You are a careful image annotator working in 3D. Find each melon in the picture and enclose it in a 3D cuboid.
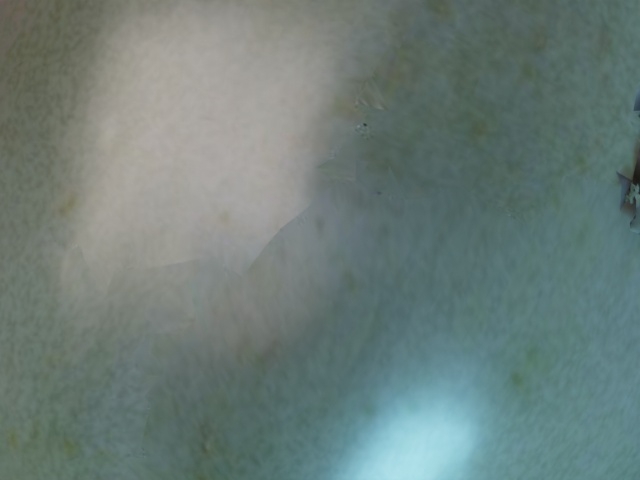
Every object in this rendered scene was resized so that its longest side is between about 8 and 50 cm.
[{"bbox_3d":[0.009,-0.028,0.538,0.268,0.268,0.330,19,77,30],"label":"melon"}]
